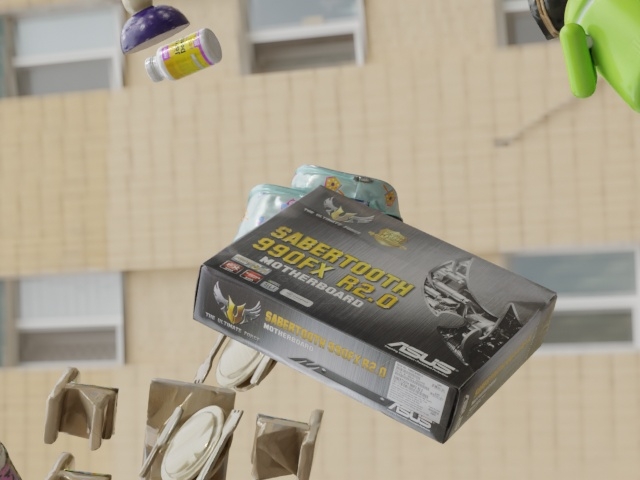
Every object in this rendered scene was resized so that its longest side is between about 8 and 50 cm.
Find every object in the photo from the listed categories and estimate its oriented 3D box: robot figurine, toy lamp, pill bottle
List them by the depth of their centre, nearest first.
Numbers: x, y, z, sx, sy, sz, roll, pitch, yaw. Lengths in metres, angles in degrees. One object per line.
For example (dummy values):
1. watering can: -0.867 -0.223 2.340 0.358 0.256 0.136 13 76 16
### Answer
1. robot figurine: 0.187 -0.118 0.965 0.115 0.101 0.067 54 153 35
2. toy lamp: -0.210 -0.313 1.558 0.274 0.080 0.080 64 -155 -3
3. pill bottle: -0.157 -0.208 1.893 0.043 0.083 0.043 54 -156 -38

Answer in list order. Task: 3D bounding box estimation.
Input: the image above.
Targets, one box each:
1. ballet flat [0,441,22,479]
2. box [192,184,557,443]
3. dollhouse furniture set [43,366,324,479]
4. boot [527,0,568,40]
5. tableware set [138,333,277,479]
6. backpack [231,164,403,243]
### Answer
1. ballet flat: -0.381 0.190 1.690 0.221 0.079 0.077 39 -148 1
2. box: 0.045 0.051 1.312 0.183 0.231 0.056 -35 -36 -51
3. dollhouse furniture set: -0.195 0.374 2.364 0.256 0.362 0.394 -71 -11 -73
4. boot: 0.285 -0.277 1.604 0.077 0.137 0.198 55 -137 -30
5. tableware set: -0.085 0.156 1.587 0.039 0.128 0.194 39 -112 -25
6. backpack: 0.000 0.000 1.836 0.166 0.188 0.144 72 -153 -67
